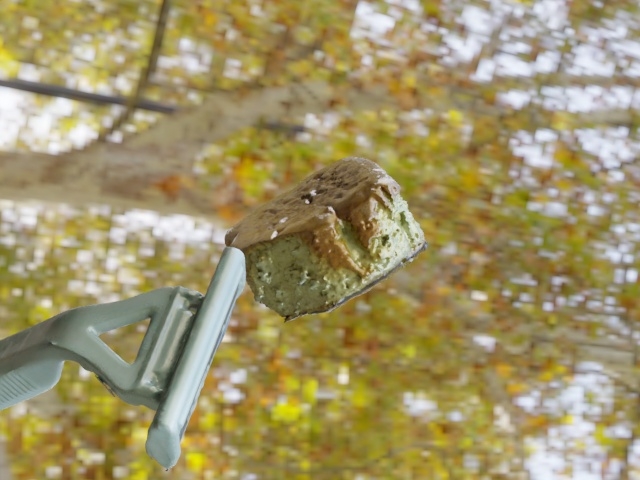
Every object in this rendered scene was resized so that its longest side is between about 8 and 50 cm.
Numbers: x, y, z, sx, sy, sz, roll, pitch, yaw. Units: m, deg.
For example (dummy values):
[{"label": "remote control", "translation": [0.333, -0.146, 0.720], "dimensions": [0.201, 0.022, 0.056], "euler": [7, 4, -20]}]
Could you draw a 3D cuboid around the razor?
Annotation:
[{"label": "razor", "translation": [-0.162, 0.073, 0.958], "dimensions": [0.278, 0.056, 0.111], "euler": [-16, -142, 34]}]

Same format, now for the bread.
[{"label": "bread", "translation": [0.000, 0.000, 1.373], "dimensions": [0.128, 0.069, 0.140], "euler": [-33, -162, -8]}]
